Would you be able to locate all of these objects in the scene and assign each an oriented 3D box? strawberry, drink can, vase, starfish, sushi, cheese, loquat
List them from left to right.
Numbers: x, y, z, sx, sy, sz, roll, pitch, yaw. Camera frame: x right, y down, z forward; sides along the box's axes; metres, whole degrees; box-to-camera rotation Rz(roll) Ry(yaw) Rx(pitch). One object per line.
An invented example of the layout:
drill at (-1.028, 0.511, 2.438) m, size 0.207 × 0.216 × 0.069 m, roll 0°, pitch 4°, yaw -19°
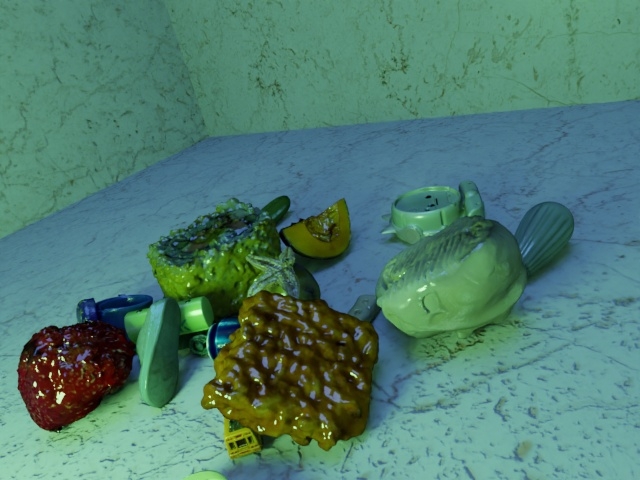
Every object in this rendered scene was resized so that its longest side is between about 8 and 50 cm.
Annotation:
strawberry at (-0.569, 0.284, 1.130) m, size 0.274 × 0.220 × 0.274 m, roll -26°, pitch 25°, yaw 13°
sushi at (-0.304, 0.055, 1.475) m, size 0.397 × 0.240 × 0.351 m, roll -30°, pitch 30°, yaw -24°
drink can at (-0.158, 0.236, 1.167) m, size 0.205 × 0.118 × 0.118 m, roll -6°, pitch 26°, yaw 17°
starfish at (-0.123, 0.092, 1.214) m, size 0.138 × 0.050 × 0.247 m, roll -19°, pitch 35°, yaw 5°
loquat at (-0.086, 0.128, 1.312) m, size 0.152 × 0.152 × 0.195 m, roll -30°, pitch 31°, yaw -31°
cheese at (0.088, 0.196, 1.210) m, size 0.065 × 0.043 × 0.194 m, roll 8°, pitch 31°, yaw 30°
vase at (0.557, 0.004, 1.274) m, size 0.128 × 0.128 × 0.248 m, roll 13°, pitch 45°, yaw 44°

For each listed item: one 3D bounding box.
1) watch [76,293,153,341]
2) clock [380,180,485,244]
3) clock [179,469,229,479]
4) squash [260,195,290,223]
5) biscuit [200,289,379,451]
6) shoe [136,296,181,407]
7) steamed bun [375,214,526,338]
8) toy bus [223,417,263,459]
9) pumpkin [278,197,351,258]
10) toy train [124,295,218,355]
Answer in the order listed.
watch at (-0.568, 0.225, 1.380) m, size 0.200 × 0.171 × 0.196 m, roll -11°, pitch 19°, yaw -29°
clock at (0.351, -0.087, 1.579) m, size 0.324 × 0.108 × 0.265 m, roll -9°, pitch 26°, yaw 12°
clock at (-0.223, 0.463, 0.749) m, size 0.235 × 0.029 × 0.235 m, roll -29°, pitch 20°, yaw 12°
squash at (-0.208, -0.090, 1.910) m, size 0.082 × 0.082 × 0.292 m, roll 4°, pitch 32°, yaw 34°
biscuit at (-0.043, 0.246, 0.980) m, size 0.318 × 0.110 × 0.312 m, roll 20°, pitch 38°, yaw 0°
shoe at (-0.389, 0.258, 1.153) m, size 0.100 × 0.103 × 0.250 m, roll -9°, pitch 65°, yaw 25°
steamed bun at (0.299, 0.104, 1.101) m, size 0.324 × 0.219 × 0.309 m, roll -36°, pitch 7°, yaw 10°
toy bus at (-0.159, 0.348, 0.983) m, size 0.070 × 0.074 × 0.162 m, roll -17°, pitch 26°, yaw -4°
pumpkin at (0.000, 0.000, 1.611) m, size 0.312 × 0.169 × 0.148 m, roll -31°, pitch -12°, yaw -38°
toy train at (-0.379, 0.222, 1.263) m, size 0.253 × 0.157 × 0.105 m, roll -13°, pitch 22°, yaw 8°
